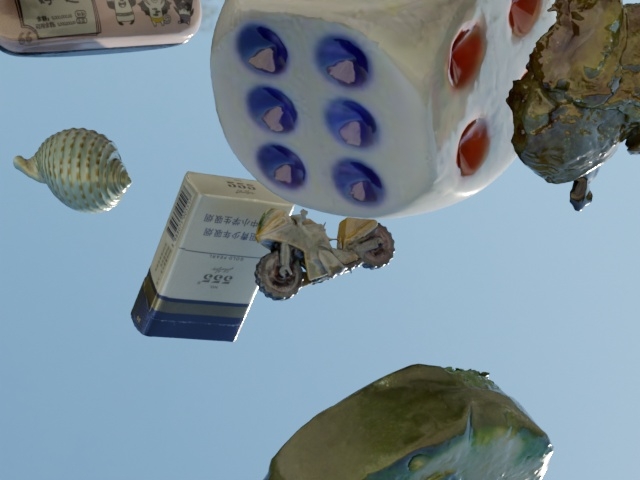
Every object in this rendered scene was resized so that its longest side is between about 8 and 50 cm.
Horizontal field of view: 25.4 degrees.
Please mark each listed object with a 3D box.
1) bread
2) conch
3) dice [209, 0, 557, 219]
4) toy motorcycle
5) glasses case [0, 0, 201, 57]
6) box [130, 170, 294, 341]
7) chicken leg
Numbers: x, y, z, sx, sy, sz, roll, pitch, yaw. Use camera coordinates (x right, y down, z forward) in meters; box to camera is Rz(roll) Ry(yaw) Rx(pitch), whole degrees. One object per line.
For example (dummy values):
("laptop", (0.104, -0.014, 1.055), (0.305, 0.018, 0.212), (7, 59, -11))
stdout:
("bread", (0.087, 0.312, 1.640), (0.366, 0.382, 0.129), (-21, -130, -15))
("conch", (-0.311, -0.097, 1.863), (0.153, 0.102, 0.135), (35, -175, 20))
("dice", (0.075, -0.210, 1.642), (0.304, 0.277, 0.304), (16, -141, 32))
("toy motorcycle", (0.000, 0.000, 2.022), (0.229, 0.129, 0.094), (-17, 171, -29))
("glasses case", (-0.280, -0.290, 1.744), (0.314, 0.122, 0.075), (-10, 168, -40))
("box", (-0.160, 0.030, 2.094), (0.168, 0.259, 0.071), (7, -149, -34))
("chicken leg", (0.340, -0.210, 1.486), (0.211, 0.361, 0.140), (39, -165, -35))
